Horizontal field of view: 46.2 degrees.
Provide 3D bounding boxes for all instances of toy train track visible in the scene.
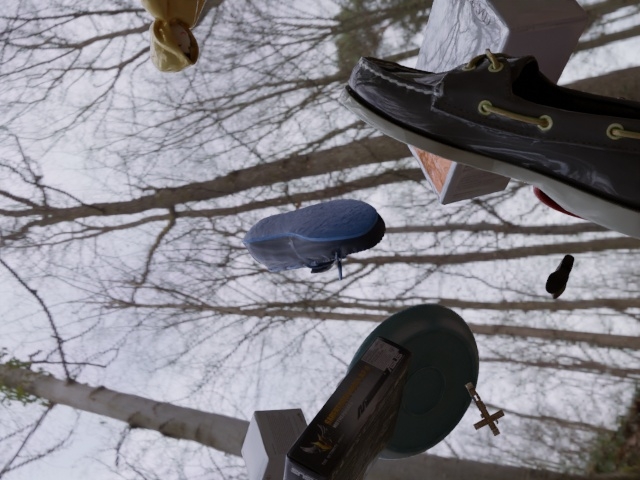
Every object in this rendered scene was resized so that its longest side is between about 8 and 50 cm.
[{"bbox_3d":[0.236,0.244,1.091,0.048,0.083,0.014,-28,-24,-2],"label":"toy train track"}]

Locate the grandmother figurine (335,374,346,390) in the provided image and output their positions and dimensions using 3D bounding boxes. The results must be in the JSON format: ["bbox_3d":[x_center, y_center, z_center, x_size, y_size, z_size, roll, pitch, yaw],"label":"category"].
[{"bbox_3d":[0.105,0.329,1.665,0.208,0.342,0.104,-12,-98,-13],"label":"grandmother figurine"}]

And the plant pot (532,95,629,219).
[{"bbox_3d":[0.481,-0.140,1.298,0.191,0.191,0.174,30,-108,-37],"label":"plant pot"}]

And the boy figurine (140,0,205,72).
[{"bbox_3d":[-0.244,-0.429,1.267,0.177,0.092,0.285,6,-88,-68],"label":"boy figurine"}]

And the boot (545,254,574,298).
[{"bbox_3d":[0.488,0.096,1.554,0.106,0.037,0.114,-47,-24,-24],"label":"boot"}]

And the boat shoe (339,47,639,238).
[{"bbox_3d":[0.116,-0.073,0.437,0.081,0.228,0.068,-26,-44,-53],"label":"boat shoe"}]

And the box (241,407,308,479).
[{"bbox_3d":[-0.068,0.343,1.218,0.087,0.102,0.101,3,-55,-23],"label":"box"}]

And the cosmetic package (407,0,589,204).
[{"bbox_3d":[0.301,-0.300,1.421,0.162,0.453,0.230,-14,-123,-17],"label":"cosmetic package"}]

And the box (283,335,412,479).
[{"bbox_3d":[0.032,0.259,0.956,0.231,0.056,0.183,-45,-28,-44],"label":"box"}]

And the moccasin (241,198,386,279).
[{"bbox_3d":[0.000,0.000,1.431,0.137,0.342,0.116,-48,-62,-32],"label":"moccasin"}]

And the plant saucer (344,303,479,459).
[{"bbox_3d":[0.183,0.275,1.408,0.318,0.044,0.317,-10,-69,-28],"label":"plant saucer"}]
